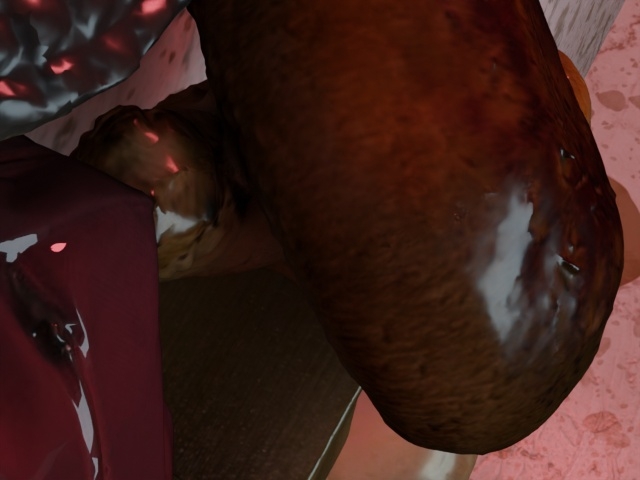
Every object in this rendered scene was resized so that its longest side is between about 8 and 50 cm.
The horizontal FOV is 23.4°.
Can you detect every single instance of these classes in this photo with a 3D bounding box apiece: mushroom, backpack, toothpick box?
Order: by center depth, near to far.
[{"bbox_3d":[-0.165,0.107,0.582,0.283,0.197,0.317,-45,152,-54],"label":"backpack"},{"bbox_3d":[0.034,-0.060,0.780,0.345,0.239,0.345,1,90,-71],"label":"mushroom"},{"bbox_3d":[-0.064,0.105,1.049,0.190,0.187,0.308,-61,171,-21],"label":"toothpick box"},{"bbox_3d":[0.048,0.167,1.497,0.260,0.254,0.234,-24,159,7],"label":"mushroom"}]

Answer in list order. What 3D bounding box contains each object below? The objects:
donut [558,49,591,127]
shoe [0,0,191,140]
[{"bbox_3d":[0.140,-0.095,1.374,0.261,0.208,0.128,-83,177,-51],"label":"donut"},{"bbox_3d":[-0.104,-0.119,0.529,0.336,0.171,0.132,-31,109,-45],"label":"shoe"}]
